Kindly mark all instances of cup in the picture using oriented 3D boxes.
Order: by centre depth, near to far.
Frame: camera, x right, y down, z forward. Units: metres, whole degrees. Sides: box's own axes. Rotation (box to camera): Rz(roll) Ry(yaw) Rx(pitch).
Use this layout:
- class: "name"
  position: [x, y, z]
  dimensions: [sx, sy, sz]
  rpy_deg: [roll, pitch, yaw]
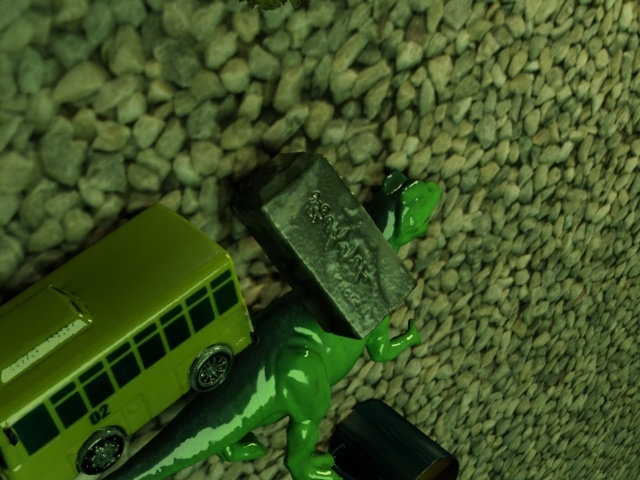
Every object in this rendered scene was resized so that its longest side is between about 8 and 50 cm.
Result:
- class: "cup"
  position: [0.086, 0.285, 1.390]
  dimensions: [0.113, 0.138, 0.150]
  rpy_deg: [-55, 144, 1]

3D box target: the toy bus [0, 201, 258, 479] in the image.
- class: "toy bus"
  position: [-0.197, 0.095, 0.928]
  dimensions: [0.262, 0.128, 0.150]
  rpy_deg: [-36, 140, -25]

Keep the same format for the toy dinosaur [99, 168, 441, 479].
- class: "toy dinosaur"
  position: [-0.054, 0.099, 1.088]
  dimensions: [0.500, 0.144, 0.375]
  rpy_deg: [2, 112, -54]

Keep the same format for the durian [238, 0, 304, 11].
- class: "durian"
  position: [-0.013, -0.297, 0.806]
  dimensions: [0.237, 0.137, 0.193]
  rpy_deg: [-34, 137, -21]

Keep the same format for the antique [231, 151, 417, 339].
- class: "antique"
  position: [0.000, 0.000, 1.047]
  dimensions: [0.088, 0.086, 0.183]
  rpy_deg: [-43, 108, -18]
